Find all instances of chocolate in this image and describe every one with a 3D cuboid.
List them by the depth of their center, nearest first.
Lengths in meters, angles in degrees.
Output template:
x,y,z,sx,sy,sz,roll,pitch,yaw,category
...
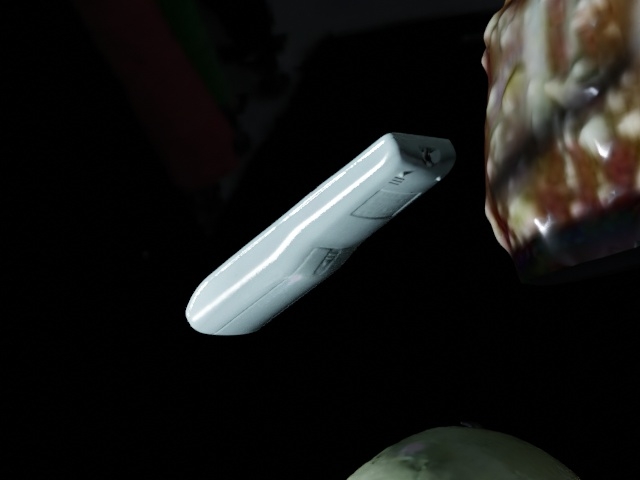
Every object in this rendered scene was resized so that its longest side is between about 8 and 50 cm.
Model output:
x,y,z,sx,sy,sz,roll,pitch,yaw,category
0.231,-0.102,0.892,0.225,0.340,0.210,-5,-100,-35,chocolate

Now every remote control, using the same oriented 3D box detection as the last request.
x,y,z,sx,sy,sz,roll,pitch,yaw,category
0.000,0.000,0.766,0.061,0.162,0.029,-2,-121,-53,remote control

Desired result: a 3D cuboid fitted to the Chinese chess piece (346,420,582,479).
x,y,z,sx,sy,sz,roll,pitch,yaw,category
0.051,0.173,0.642,0.188,0.083,0.188,-25,-51,-34,Chinese chess piece
